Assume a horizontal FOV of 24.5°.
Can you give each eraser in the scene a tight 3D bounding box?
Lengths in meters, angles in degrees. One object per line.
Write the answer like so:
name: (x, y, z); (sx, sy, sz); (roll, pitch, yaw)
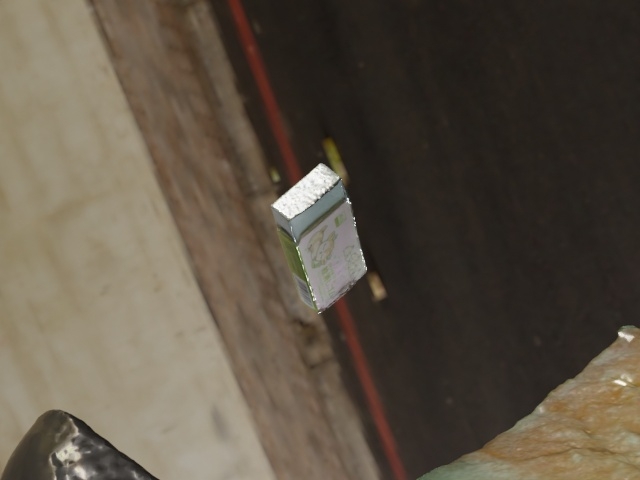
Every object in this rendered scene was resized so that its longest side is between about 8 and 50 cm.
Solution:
eraser: (0.000, 0.000, 0.749); (0.019, 0.038, 0.083); (40, 160, 33)

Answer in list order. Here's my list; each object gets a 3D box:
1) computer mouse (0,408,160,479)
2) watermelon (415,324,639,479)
computer mouse: (-0.115, 0.219, 0.877); (0.269, 0.100, 0.170); (28, 142, 37)
watermelon: (0.215, 0.169, 0.787); (0.264, 0.302, 0.151); (5, 108, 36)
